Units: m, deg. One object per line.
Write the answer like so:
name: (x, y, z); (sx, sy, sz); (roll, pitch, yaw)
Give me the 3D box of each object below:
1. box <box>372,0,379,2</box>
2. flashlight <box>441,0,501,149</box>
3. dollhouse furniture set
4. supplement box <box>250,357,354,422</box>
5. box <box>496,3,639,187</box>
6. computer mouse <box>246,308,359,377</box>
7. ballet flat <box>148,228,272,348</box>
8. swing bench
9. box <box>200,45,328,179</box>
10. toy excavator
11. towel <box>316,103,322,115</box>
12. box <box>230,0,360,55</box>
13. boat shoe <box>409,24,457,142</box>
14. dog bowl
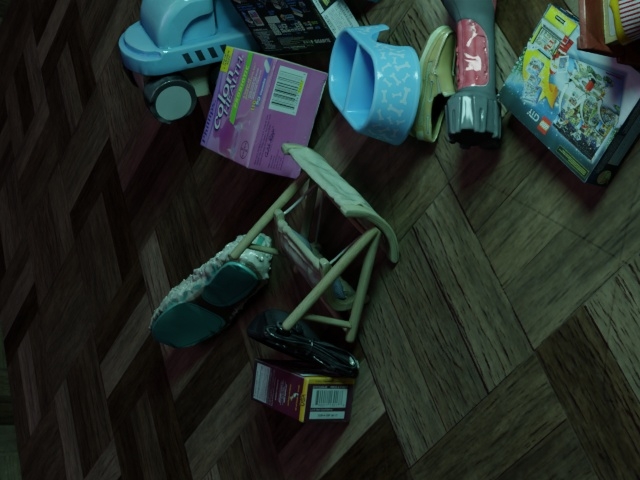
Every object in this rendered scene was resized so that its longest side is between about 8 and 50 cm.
box: (0.065, -0.564, 1.859); (0.060, 0.100, 0.244); (-35, 55, 48)
flashlight: (0.226, -0.298, 1.555); (0.103, 0.103, 0.304); (69, -157, -73)
dollhouse furniture set: (0.428, -0.417, 1.246); (0.201, 0.152, 0.374); (-18, 69, 53)
supplement box: (-0.036, 0.271, 1.839); (0.188, 0.104, 0.081); (9, 92, 57)
box: (0.356, -0.205, 1.407); (0.159, 0.044, 0.233); (-63, 39, 27)
computer mouse: (-0.048, 0.173, 1.853); (0.072, 0.188, 0.272); (-66, 19, -9)
ballet flat: (-0.220, 0.102, 2.156); (0.409, 0.147, 0.147); (-37, 54, 43)
swing bench: (0.000, 0.000, 1.796); (0.255, 0.165, 0.253); (-62, 38, 19)
box: (-0.117, -0.256, 1.999); (0.243, 0.117, 0.214); (30, 106, 58)
toy excavator: (-0.225, -0.520, 2.140); (0.222, 0.433, 0.445); (-125, 25, -46)
towel: (-0.043, -0.250, 2.020); (0.119, 0.029, 0.067); (-49, 45, 40)
box: (-0.091, -0.495, 1.937); (0.073, 0.293, 0.295); (-43, 26, -20)
boat shoe: (0.195, -0.251, 1.648); (0.072, 0.068, 0.190); (34, 122, 40)
dog bowl: (0.084, -0.273, 1.734); (0.297, 0.074, 0.166); (-118, 36, -59)
